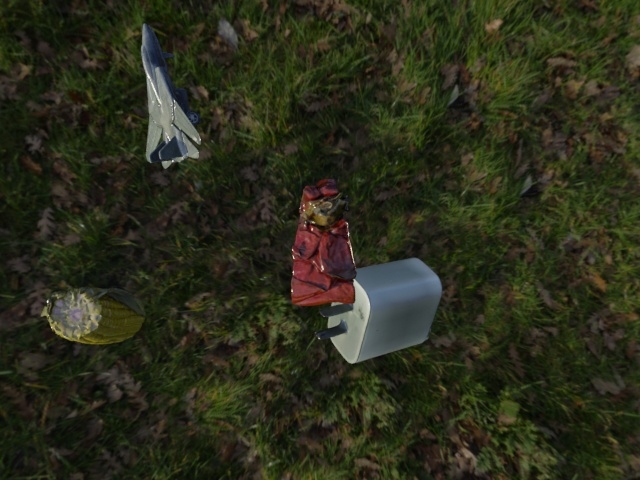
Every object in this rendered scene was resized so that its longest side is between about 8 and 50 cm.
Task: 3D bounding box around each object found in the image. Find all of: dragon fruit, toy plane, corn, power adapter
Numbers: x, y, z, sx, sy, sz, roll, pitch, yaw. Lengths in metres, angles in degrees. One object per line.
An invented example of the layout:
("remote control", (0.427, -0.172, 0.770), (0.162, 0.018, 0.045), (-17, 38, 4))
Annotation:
("dragon fruit", (0.018, 0.002, 0.812), (0.092, 0.122, 0.192), (4, 98, 18))
("toy plane", (-0.298, -0.282, 1.022), (0.088, 0.212, 0.267), (-8, 92, -44))
("corn", (-0.457, 0.152, 1.087), (0.123, 0.305, 0.122), (18, 79, 1))
("power adapter", (0.105, 0.147, 1.085), (0.255, 0.124, 0.187), (-9, 125, -28))
